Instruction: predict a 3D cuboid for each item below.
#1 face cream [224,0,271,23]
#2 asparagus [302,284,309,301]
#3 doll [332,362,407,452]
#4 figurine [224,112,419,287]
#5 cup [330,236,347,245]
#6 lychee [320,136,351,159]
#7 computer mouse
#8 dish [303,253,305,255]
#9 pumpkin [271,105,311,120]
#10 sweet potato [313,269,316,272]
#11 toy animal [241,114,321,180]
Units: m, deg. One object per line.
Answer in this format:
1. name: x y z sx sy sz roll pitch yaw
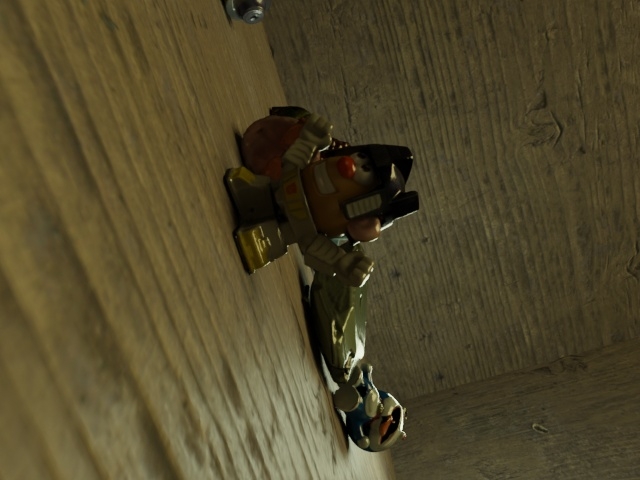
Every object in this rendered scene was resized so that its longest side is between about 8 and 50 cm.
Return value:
1. face cream: -0.263 -0.809 1.518 0.235 0.137 0.420 49 17 -79
2. asparagus: -0.037 0.138 1.364 0.163 0.016 0.016 -78 178 -82
3. doll: 0.129 0.445 1.405 0.256 0.161 0.215 57 42 -38
4. figurine: 0.005 -0.066 0.829 0.143 0.309 0.308 82 -8 -81
5. cup: 0.043 -0.113 2.026 0.257 0.331 0.311 44 2 -8
6. lychee: -0.015 -0.144 1.374 0.271 0.272 0.271 -16 90 -86
7. computer mouse: 0.041 0.173 1.404 0.428 0.146 0.228 -79 165 -48
8. dish: -0.038 -0.036 1.643 0.151 0.077 0.212 -100 173 -74
9. pumpkin: -0.096 -0.461 1.980 0.278 0.163 0.111 -99 173 -73
10. sweet potato: -0.001 -0.001 1.819 0.097 0.098 0.291 61 20 -74
11. toy animal: -0.075 -0.173 1.123 0.169 0.195 0.281 34 4 7
